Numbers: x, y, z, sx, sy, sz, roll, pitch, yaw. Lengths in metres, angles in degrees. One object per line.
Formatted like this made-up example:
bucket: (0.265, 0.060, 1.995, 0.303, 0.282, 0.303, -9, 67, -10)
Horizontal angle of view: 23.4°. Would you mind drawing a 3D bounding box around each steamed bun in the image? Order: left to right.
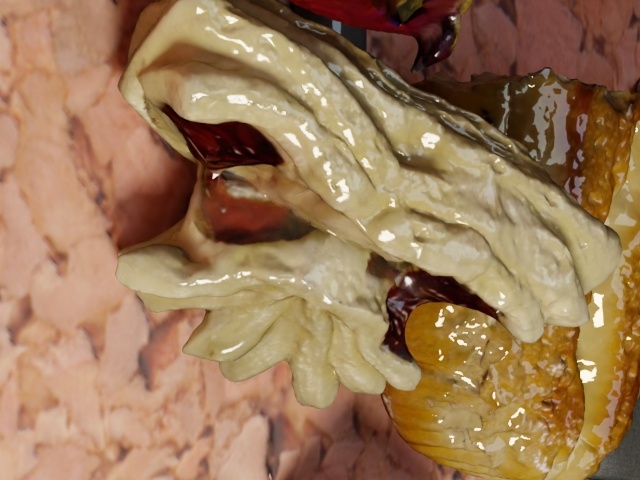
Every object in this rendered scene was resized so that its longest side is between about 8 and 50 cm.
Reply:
steamed bun: (0.000, 0.000, 1.134, 0.428, 0.247, 0.189, 31, 60, -32)

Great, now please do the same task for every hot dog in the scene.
hot dog: (0.197, 0.040, 1.419, 0.367, 0.196, 0.365, 5, 91, -47)

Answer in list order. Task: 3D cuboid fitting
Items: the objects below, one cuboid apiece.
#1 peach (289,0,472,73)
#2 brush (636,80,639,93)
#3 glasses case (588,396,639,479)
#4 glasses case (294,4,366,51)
peach: (0.048, -0.308, 0.999, 0.416, 0.353, 0.339, 25, 103, -47)
brush: (0.459, -0.226, 1.804, 0.327, 0.070, 0.065, -43, 139, -37)
glasses case: (0.353, 0.210, 1.743, 0.323, 0.074, 0.131, 17, 85, -52)
glasses case: (0.011, -0.150, 1.258, 0.072, 0.042, 0.190, -16, 110, -58)
